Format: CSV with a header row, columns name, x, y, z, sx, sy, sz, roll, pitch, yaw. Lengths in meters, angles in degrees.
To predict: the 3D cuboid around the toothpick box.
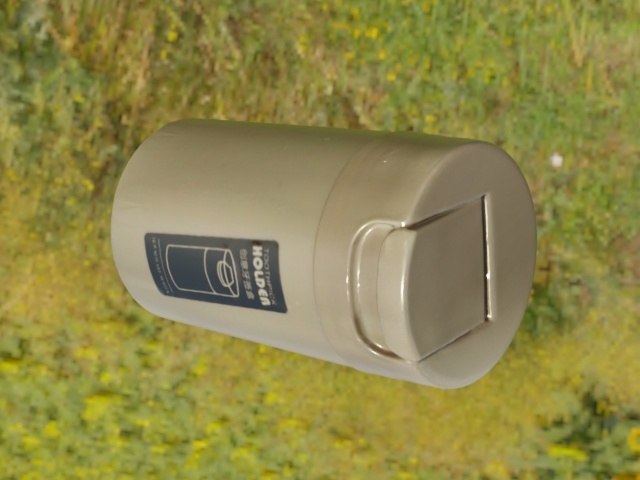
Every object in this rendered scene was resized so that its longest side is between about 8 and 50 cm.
name,x,y,z,sx,sy,sz,roll,pitch,yaw
toothpick box,0.000,0.000,0.597,0.180,0.111,0.111,10,168,40
